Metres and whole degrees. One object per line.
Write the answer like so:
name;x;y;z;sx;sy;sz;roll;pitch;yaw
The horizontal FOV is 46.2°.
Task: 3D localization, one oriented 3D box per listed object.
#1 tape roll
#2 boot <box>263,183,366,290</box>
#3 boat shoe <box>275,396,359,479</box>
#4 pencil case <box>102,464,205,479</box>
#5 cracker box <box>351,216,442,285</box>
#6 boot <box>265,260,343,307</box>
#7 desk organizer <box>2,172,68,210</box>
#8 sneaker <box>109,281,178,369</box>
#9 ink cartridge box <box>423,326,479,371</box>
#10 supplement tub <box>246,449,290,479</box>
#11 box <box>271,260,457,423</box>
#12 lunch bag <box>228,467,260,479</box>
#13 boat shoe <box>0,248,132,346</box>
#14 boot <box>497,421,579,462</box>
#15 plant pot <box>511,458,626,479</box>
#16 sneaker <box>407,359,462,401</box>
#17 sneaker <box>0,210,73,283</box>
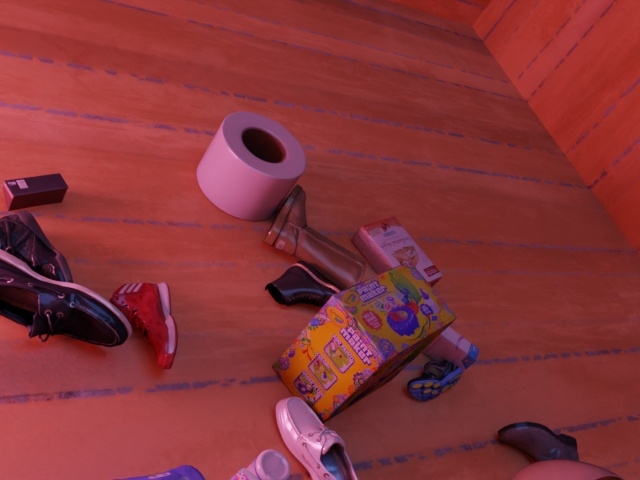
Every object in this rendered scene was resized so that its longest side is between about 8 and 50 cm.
tape roll;-0.182;-0.195;1.974;0.246;0.169;0.246;22;39;-19
boot;0.000;0.000;1.993;0.270;0.089;0.236;31;48;-8
boat shoe;0.009;0.427;1.540;0.098;0.096;0.277;-12;59;-44
pencil case;-0.335;0.445;1.230;0.306;0.133;0.119;2;89;-37
cracker box;0.217;0.049;2.123;0.156;0.067;0.232;-18;64;-46
boot;-0.029;0.147;1.832;0.198;0.076;0.137;36;40;20
desk organizer;-0.621;-0.105;1.628;0.130;0.050;0.047;-16;62;-46
sneaker;-0.368;0.173;1.534;0.128;0.087;0.221;5;35;-24
ink cartridge box;0.336;0.284;1.955;0.122;0.088;0.052;36;38;-1
supplement tub;-0.109;0.448;1.416;0.071;0.107;0.071;21;40;-19
box;0.097;0.225;1.672;0.290;0.279;0.177;-20;64;-47
lunch bag;-0.116;0.534;1.215;0.262;0.160;0.223;50;58;-2
boat shoe;-0.525;0.129;1.401;0.340;0.127;0.113;31;39;-6
boot;0.561;0.553;1.870;0.247;0.083;0.161;20;47;-20
plant pot;0.524;0.601;1.669;0.284;0.284;0.191;8;11;-33
sneaker;0.277;0.346;1.879;0.188;0.067;0.078;-13;38;-43
sneaker;-0.587;0.040;1.480;0.227;0.087;0.130;48;40;18
